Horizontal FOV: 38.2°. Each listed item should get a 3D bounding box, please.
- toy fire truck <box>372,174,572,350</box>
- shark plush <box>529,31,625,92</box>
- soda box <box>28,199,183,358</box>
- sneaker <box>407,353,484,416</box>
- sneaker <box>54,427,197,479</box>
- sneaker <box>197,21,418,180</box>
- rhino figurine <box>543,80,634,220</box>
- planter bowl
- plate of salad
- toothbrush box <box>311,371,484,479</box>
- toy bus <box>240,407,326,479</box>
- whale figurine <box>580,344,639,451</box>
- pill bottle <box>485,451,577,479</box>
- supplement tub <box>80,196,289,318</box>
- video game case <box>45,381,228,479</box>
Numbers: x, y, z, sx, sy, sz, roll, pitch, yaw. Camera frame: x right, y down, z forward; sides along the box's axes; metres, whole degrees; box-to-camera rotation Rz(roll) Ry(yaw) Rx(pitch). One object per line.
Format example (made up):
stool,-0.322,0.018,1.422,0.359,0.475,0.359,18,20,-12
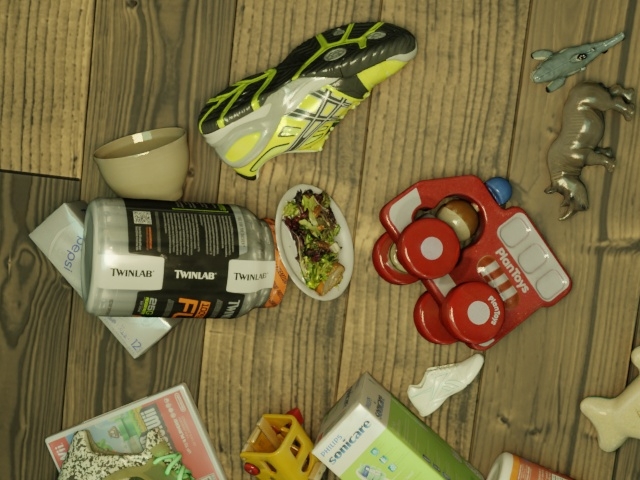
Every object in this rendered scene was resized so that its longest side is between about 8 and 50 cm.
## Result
toy fire truck,0.248,0.024,1.537,0.254,0.169,0.302,-35,92,-16
shark plush,0.422,-0.291,1.516,0.161,0.067,0.073,-12,94,7
soda box,-0.372,0.065,1.621,0.091,0.098,0.286,-40,90,8
sneaker,0.217,0.240,1.601,0.152,0.054,0.061,-39,88,9
sneaker,-0.278,0.423,1.612,0.410,0.158,0.182,10,79,0
sneaker,-0.010,-0.239,1.552,0.385,0.145,0.147,-25,124,5
rhino figurine,0.433,-0.148,1.528,0.106,0.073,0.243,17,99,0
planter bowl,-0.293,-0.116,1.572,0.162,0.162,0.109,-11,111,7
plate of salad,0.000,0.000,1.532,0.048,0.200,0.199,-17,95,39
toothbrush box,0.137,0.376,1.546,0.283,0.206,0.122,43,99,-1
toy bus,-0.044,0.389,1.572,0.104,0.202,0.191,-6,84,37
whale figurine,0.581,0.265,1.544,0.272,0.141,0.216,-28,92,32
pill bottle,0.391,0.454,1.571,0.216,0.121,0.121,22,98,3
supplement tub,-0.223,0.032,1.513,0.316,0.193,0.193,2,97,-20
video game case,-0.337,0.403,1.689,0.285,0.025,0.204,-22,93,8
